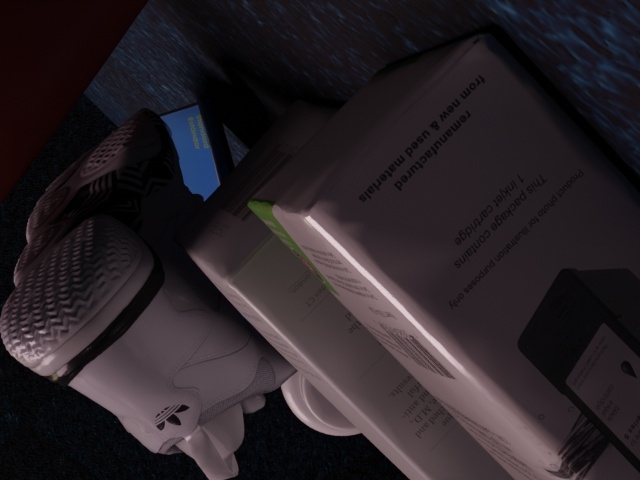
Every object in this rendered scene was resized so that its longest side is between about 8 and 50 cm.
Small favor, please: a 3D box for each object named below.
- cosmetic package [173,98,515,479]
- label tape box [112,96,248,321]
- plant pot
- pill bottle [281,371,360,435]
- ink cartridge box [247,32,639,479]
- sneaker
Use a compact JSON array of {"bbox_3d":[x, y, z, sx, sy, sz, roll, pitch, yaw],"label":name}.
[{"bbox_3d":[0.090,0.089,0.896,0.385,0.156,0.217,45,175,-19],"label":"cosmetic package"},{"bbox_3d":[-0.129,-0.003,1.278,0.347,0.115,0.249,-97,-7,-88],"label":"label tape box"},{"bbox_3d":[-0.272,-0.189,0.956,0.275,0.243,0.275,44,174,6],"label":"plant pot"},{"bbox_3d":[0.016,0.118,1.196,0.117,0.117,0.215,45,180,-7],"label":"pill bottle"},{"bbox_3d":[0.106,0.041,0.618,0.273,0.115,0.198,45,175,-10],"label":"ink cartridge box"},{"bbox_3d":[-0.132,0.040,1.022,0.210,0.137,0.366,47,-163,-22],"label":"sneaker"}]
